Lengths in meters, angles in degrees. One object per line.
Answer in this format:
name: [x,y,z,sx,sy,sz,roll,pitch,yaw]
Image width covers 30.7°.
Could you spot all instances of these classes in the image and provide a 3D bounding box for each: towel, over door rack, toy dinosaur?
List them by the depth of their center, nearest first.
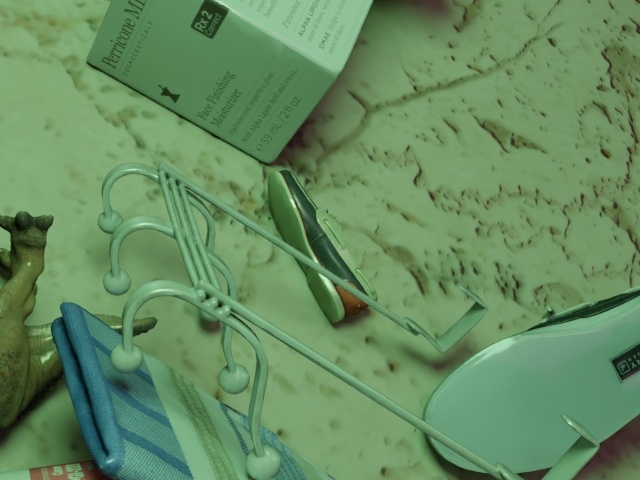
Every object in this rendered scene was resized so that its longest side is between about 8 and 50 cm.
towel: [-0.046,0.158,0.737,0.285,0.209,0.034,39,93,-29]
toy dinosaur: [-0.253,0.081,0.752,0.296,0.127,0.200,17,67,-43]
over door rack: [-0.001,0.074,0.806,0.324,0.108,0.239,22,16,-21]

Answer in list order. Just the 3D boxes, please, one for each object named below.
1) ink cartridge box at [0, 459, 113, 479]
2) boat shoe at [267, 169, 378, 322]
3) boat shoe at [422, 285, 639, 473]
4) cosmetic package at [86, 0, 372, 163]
ink cartridge box: [-0.208,0.213,0.613,0.218,0.092,0.158,-5,96,-18]
boat shoe: [0.000,0.000,0.964,0.043,0.049,0.137,-25,83,-21]
boat shoe: [0.221,0.102,0.987,0.306,0.105,0.113,-28,90,-11]
cosmetic package: [-0.069,-0.194,0.974,0.184,0.151,0.151,28,55,-10]
